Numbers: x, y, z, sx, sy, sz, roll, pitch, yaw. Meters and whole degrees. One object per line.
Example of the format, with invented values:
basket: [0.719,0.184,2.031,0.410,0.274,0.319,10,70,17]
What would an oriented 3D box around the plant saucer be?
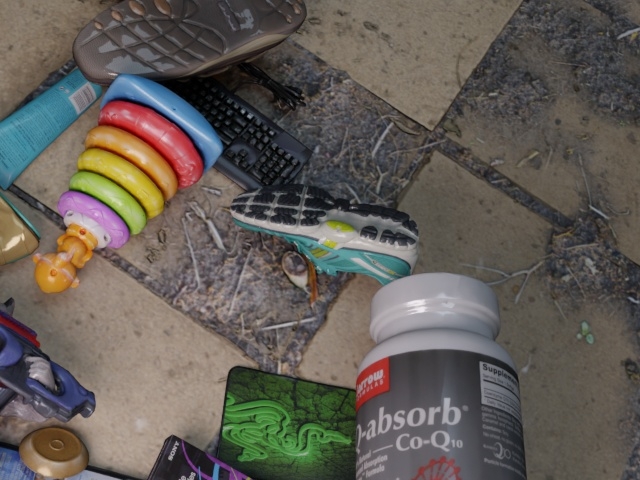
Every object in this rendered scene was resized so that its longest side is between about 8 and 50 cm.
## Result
plant saucer: [-0.314,0.247,1.313,0.083,0.015,0.083,17,28,-10]

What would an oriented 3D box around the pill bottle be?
pill bottle: [0.148,0.239,1.385,0.210,0.210,0.363,10,57,-14]

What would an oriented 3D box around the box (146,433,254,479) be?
box: [-0.136,0.321,1.325,0.162,0.029,0.116,31,52,-12]

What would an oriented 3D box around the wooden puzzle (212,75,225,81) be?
wooden puzzle: [-0.178,-0.288,1.704,0.078,0.014,0.116,-14,66,-26]

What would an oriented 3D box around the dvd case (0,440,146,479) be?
dvd case: [-0.288,0.347,1.282,0.253,0.022,0.180,17,55,-9]

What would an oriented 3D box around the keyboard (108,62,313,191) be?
keyboard: [-0.144,-0.212,1.650,0.317,0.033,0.201,37,61,3]

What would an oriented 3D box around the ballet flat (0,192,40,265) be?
ballet flat: [-0.458,-0.063,1.437,0.073,0.080,0.232,-38,76,-17]

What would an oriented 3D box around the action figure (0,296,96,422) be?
action figure: [-0.446,0.164,1.232,0.341,0.178,0.330,43,34,-15]

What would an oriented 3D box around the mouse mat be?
mouse mat: [-0.037,0.248,1.438,0.190,0.007,0.152,12,57,-11]

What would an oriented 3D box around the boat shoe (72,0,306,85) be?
boat shoe: [-0.184,-0.277,1.583,0.355,0.130,0.132,-18,74,-27]

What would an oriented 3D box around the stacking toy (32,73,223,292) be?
stacking toy: [-0.279,-0.052,1.461,0.175,0.166,0.302,35,66,-11]

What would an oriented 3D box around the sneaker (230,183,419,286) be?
sneaker: [0.000,0.000,1.540,0.275,0.110,0.107,17,37,12]

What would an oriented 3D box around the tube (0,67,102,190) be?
tube: [-0.389,-0.163,1.533,0.080,0.052,0.207,51,56,-13]
